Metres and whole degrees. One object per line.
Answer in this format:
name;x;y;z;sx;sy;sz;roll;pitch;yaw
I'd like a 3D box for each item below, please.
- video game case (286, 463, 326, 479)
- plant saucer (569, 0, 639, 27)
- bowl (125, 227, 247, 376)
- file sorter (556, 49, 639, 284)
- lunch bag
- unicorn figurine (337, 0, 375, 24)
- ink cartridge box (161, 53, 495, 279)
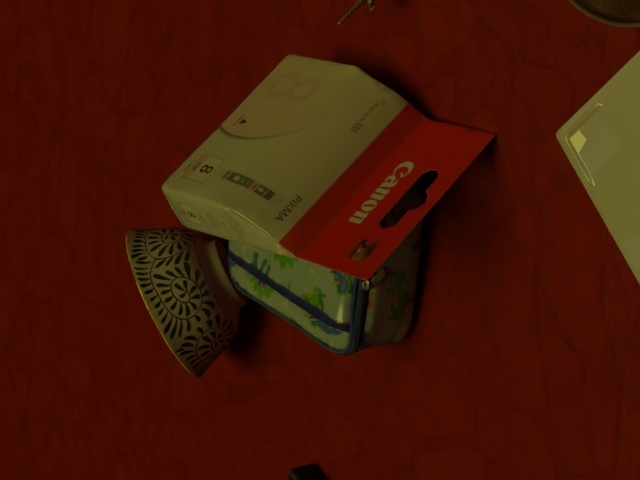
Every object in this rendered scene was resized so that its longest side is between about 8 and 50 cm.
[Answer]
video game case;0.013;0.405;1.510;0.275;0.035;0.248;50;133;35
plant saucer;0.234;-0.254;1.094;0.198;0.036;0.198;15;109;51
bowl;-0.127;0.048;1.570;0.170;0.080;0.170;63;-175;-10
file sorter;0.318;-0.012;0.914;0.193;0.173;0.278;-48;59;45
lunch bag;0.000;0.000;1.411;0.219;0.090;0.176;33;124;47
unicorn figurine;0.058;-0.278;1.315;0.111;0.060;0.162;-43;46;48
ink cartridge box;0.002;-0.070;1.299;0.232;0.189;0.066;13;143;47
